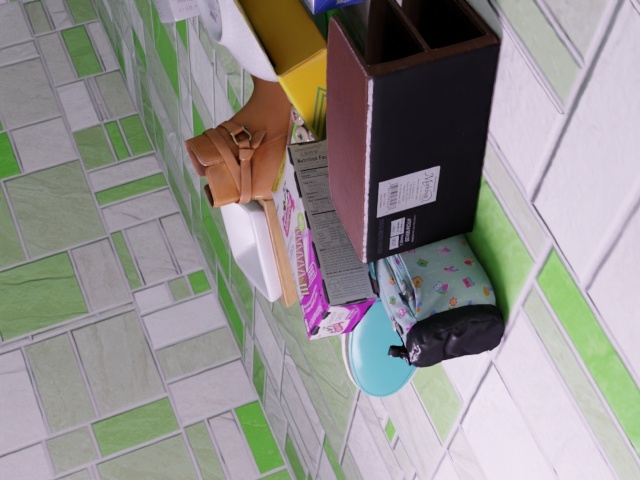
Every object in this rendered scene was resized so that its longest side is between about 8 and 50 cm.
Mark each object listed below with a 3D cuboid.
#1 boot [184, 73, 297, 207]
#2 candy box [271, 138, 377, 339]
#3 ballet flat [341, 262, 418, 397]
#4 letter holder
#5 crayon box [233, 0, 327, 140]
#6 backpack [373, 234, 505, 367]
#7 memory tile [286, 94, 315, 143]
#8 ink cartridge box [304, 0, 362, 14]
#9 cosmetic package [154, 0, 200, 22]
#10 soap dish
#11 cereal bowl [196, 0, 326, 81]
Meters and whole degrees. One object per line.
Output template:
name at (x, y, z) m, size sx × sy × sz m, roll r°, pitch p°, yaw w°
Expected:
boot at (-0.133, -0.196, 1.854) m, size 0.109 × 0.220 × 0.283 m, roll 123°, pitch 127°, yaw -71°
candy box at (0.000, 0.000, 1.455) m, size 0.159 × 0.071 × 0.233 m, roll 116°, pitch 142°, yaw -66°
ballet flat at (0.094, 0.044, 1.557) m, size 0.139 × 0.139 × 0.400 m, roll -127°, pitch 28°, yaw -51°
letter holder at (0.081, -0.162, 1.264) m, size 0.302 × 0.152 × 0.214 m, roll 89°, pitch 159°, yaw -50°
crayon box at (-0.026, -0.246, 1.476) m, size 0.202 × 0.081 × 0.318 m, roll 62°, pitch -175°, yaw 32°
backpack at (0.144, 0.058, 1.357) m, size 0.182 × 0.152 × 0.115 m, roll 66°, pitch 149°, yaw 32°
memory tile at (-0.011, -0.189, 1.746) m, size 0.113 × 0.012 × 0.148 m, roll 4°, pitch 110°, yaw 51°
ink cartridge box at (-0.006, -0.383, 1.409) m, size 0.046 × 0.097 × 0.207 m, roll 90°, pitch 157°, yaw -49°
cosmetic package at (-0.240, -0.514, 1.995) m, size 0.151 × 0.151 × 0.184 m, roll -152°, pitch 44°, yaw -69°
soap dish at (-0.111, -0.022, 2.189) m, size 0.291 × 0.118 × 0.229 m, roll -138°, pitch 33°, yaw -63°
cereal bowl at (-0.118, -0.409, 1.706) m, size 0.339 × 0.141 × 0.339 m, roll 161°, pitch 90°, yaw -74°
